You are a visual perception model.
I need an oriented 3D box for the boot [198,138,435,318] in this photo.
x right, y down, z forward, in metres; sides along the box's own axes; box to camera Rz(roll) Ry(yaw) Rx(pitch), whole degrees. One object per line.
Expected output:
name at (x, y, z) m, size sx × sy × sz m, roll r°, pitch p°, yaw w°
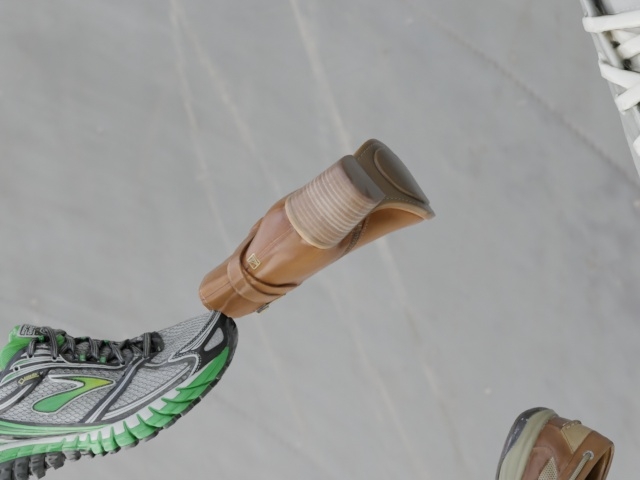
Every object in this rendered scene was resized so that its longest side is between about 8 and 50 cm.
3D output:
boot at (0.000, 0.000, 1.681) m, size 0.109 × 0.220 × 0.283 m, roll 52°, pitch -160°, yaw 5°

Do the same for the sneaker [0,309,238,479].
sneaker at (-0.245, 0.144, 1.550) m, size 0.134 × 0.344 × 0.146 m, roll -80°, pitch -32°, yaw -78°

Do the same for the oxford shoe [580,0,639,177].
oxford shoe at (0.239, -0.114, 0.957) m, size 0.169 × 0.130 × 0.449 m, roll -5°, pitch 113°, yaw 51°

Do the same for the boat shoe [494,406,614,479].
boat shoe at (0.233, 0.345, 1.672) m, size 0.120 × 0.324 × 0.122 m, roll 13°, pitch 171°, yaw 29°
